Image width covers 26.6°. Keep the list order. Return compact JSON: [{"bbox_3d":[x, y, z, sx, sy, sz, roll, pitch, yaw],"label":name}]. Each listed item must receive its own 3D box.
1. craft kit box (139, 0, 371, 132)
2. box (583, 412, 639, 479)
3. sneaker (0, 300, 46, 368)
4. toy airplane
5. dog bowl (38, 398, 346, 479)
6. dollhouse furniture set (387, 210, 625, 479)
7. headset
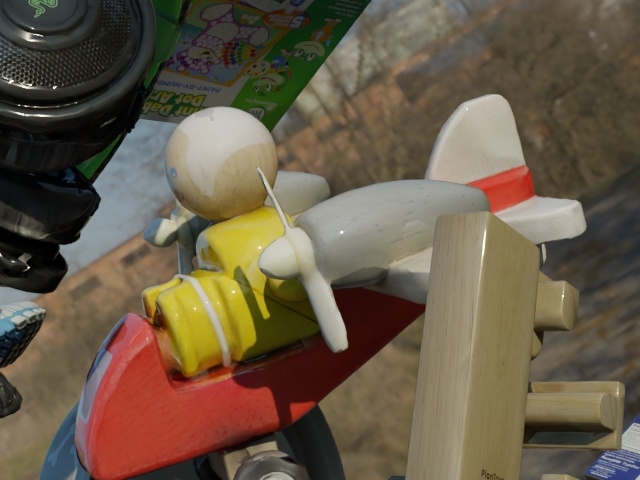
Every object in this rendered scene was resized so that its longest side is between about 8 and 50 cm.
[{"bbox_3d":[-0.104,-0.230,1.551,0.250,0.061,0.246,3,-37,-38],"label":"craft kit box"},{"bbox_3d":[0.446,0.245,1.672,0.225,0.036,0.136,-40,31,-28],"label":"box"},{"bbox_3d":[-0.337,0.084,1.302,0.071,0.083,0.191,-59,-13,18],"label":"sneaker"},{"bbox_3d":[0.000,0.000,1.036,0.386,0.272,0.384,-27,17,32],"label":"toy airplane"},{"bbox_3d":[-0.116,0.263,1.247,0.102,0.348,0.349,-13,12,37],"label":"dog bowl"},{"bbox_3d":[0.050,0.082,0.615,0.123,0.144,0.151,-4,-21,35],"label":"dollhouse furniture set"},{"bbox_3d":[-0.165,-0.050,0.815,0.243,0.185,0.394,-61,-5,37],"label":"headset"}]
